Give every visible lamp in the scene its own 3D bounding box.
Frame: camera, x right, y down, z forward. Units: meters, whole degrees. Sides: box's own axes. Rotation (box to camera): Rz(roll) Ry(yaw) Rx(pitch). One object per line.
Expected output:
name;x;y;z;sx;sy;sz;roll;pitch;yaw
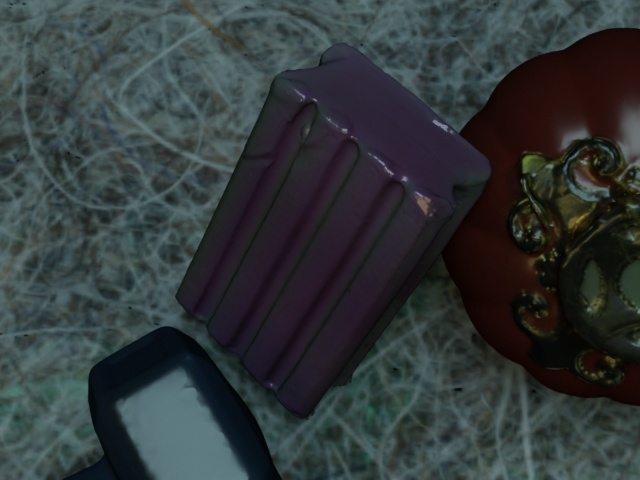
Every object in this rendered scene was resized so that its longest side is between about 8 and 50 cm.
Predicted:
lamp;0.183;-0.014;0.662;0.227;0.227;0.227;0;73;-1

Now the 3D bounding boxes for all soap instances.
soap;0.000;0.000;0.652;0.122;0.203;0.065;42;44;12

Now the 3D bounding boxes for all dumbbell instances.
dumbbell;-0.176;0.183;0.622;0.325;0.160;0.144;-29;46;-11
